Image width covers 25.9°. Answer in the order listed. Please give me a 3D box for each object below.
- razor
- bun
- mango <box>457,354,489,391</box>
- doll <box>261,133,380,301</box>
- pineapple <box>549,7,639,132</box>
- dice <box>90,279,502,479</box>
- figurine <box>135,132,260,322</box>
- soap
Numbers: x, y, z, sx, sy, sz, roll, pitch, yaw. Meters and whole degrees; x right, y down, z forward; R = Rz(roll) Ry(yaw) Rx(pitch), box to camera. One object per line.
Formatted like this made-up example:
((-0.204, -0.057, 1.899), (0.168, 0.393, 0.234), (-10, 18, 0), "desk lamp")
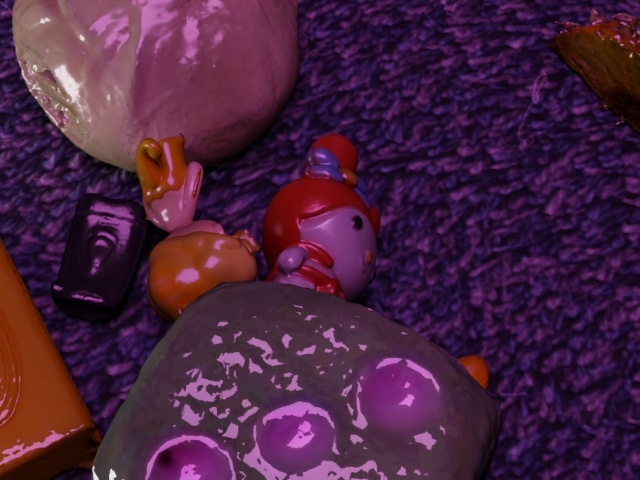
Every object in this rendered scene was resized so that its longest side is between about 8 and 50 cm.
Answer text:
((-0.252, 0.020, 1.602), (0.090, 0.054, 0.148), (10, 63, 6), "razor")
((-0.196, -0.268, 1.676), (0.364, 0.202, 0.364), (1, 62, -2), "bun")
((0.151, 0.159, 1.530), (0.060, 0.046, 0.089), (35, 63, 18), "mango")
((0.000, 0.000, 1.552), (0.130, 0.161, 0.290), (-5, 39, 19), "doll")
((0.443, -0.197, 1.657), (0.158, 0.161, 0.334), (-28, 63, -16), "pineapple")
((-0.027, 0.252, 1.326), (0.322, 0.318, 0.330), (23, 65, 13), "dice")
((-0.145, 0.007, 1.554), (0.156, 0.131, 0.246), (-31, 75, 32), "figurine")
((-0.390, 0.135, 1.518), (0.204, 0.096, 0.324), (-27, 65, -14), "soap")
